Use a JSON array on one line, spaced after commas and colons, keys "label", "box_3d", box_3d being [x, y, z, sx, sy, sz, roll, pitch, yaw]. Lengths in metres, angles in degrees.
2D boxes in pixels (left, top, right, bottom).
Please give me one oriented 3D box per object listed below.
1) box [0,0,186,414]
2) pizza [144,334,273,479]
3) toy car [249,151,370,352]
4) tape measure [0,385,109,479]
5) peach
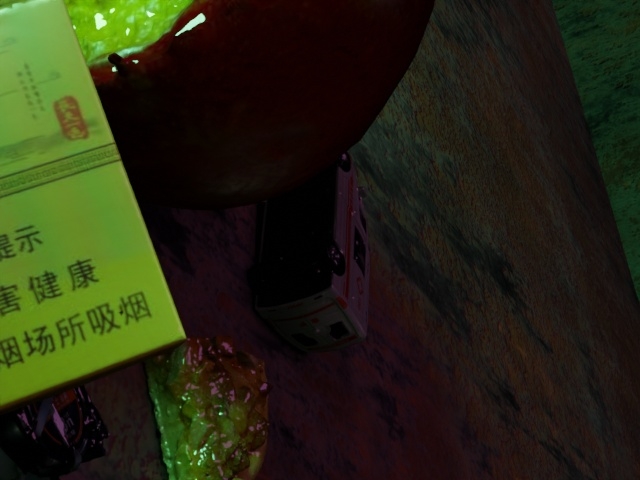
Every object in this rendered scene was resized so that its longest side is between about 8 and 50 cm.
[{"label": "box", "box_3d": [-0.198, -0.044, 0.611, 0.076, 0.174, 0.274, 146, -76, -72]}, {"label": "pizza", "box_3d": [-0.080, 0.127, 0.888, 0.134, 0.046, 0.175, 55, 26, -29]}, {"label": "toy car", "box_3d": [0.000, 0.000, 1.128, 0.108, 0.089, 0.210, 48, 33, -41]}, {"label": "tape measure", "box_3d": [-0.169, 0.100, 0.702, 0.091, 0.054, 0.094, 67, 16, 3]}, {"label": "peach", "box_3d": [-0.071, -0.212, 0.843, 0.310, 0.335, 0.406, 31, 39, -46]}]
